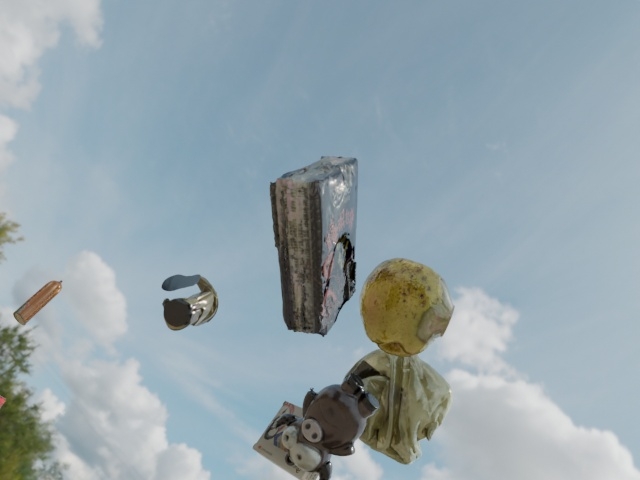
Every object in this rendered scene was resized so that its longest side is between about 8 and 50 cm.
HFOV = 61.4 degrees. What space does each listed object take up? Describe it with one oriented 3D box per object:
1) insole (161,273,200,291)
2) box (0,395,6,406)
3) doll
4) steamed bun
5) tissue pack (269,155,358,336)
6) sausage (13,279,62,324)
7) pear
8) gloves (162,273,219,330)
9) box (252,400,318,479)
[{"bbox_3d":[-0.347,0.103,1.346,0.002,0.153,0.053,36,-75,18],"label":"insole"},{"bbox_3d":[-0.481,0.243,0.506,0.089,0.313,0.197,8,-38,19],"label":"box"},{"bbox_3d":[0.013,0.424,1.220,0.182,0.257,0.117,51,4,25],"label":"doll"},{"bbox_3d":[0.189,0.500,1.648,0.238,0.346,0.394,16,-33,-32],"label":"steamed bun"},{"bbox_3d":[0.000,0.000,1.117,0.123,0.245,0.332,6,-69,20],"label":"tissue pack"},{"bbox_3d":[-0.519,0.109,0.999,0.031,0.107,0.031,15,-46,16],"label":"sausage"},{"bbox_3d":[0.229,0.184,1.483,0.271,0.271,0.271,24,-45,27],"label":"pear"},{"bbox_3d":[-0.413,0.213,1.804,0.141,0.331,0.154,21,-81,5],"label":"gloves"},{"bbox_3d":[-0.081,0.702,1.897,0.069,0.214,0.353,47,-26,-20],"label":"box"}]
